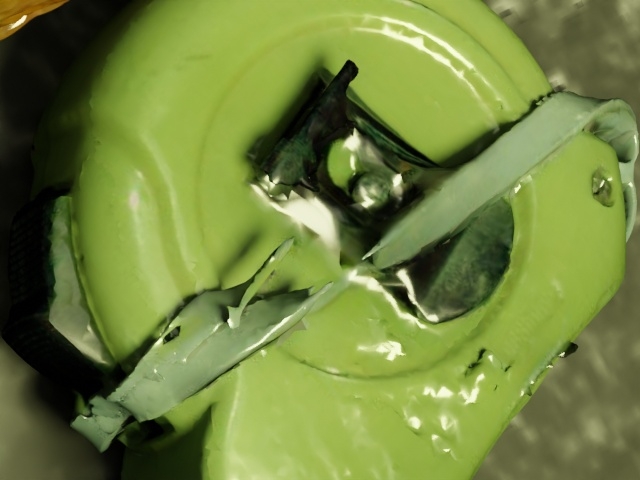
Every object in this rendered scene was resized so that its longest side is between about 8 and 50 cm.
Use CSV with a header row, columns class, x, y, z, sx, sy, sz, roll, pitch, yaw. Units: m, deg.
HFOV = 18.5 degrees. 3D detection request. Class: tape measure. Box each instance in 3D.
class,x,y,z,sx,sy,sz,roll,pitch,yaw
tape measure,0.000,0.000,0.499,0.154,0.087,0.177,45,63,-8

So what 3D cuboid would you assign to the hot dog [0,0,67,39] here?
class,x,y,z,sx,sy,sz,roll,pitch,yaw
hot dog,-0.087,-0.125,0.475,0.227,0.099,0.160,-31,89,-30
